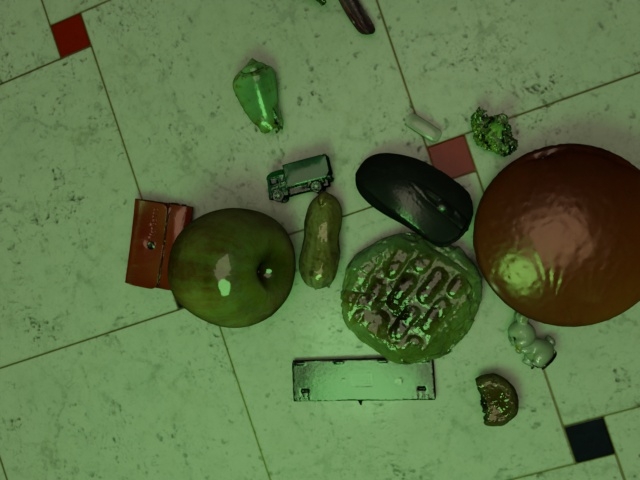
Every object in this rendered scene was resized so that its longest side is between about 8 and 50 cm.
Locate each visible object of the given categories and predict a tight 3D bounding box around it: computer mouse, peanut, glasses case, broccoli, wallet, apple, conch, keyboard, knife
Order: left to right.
[{"bbox_3d":[-0.376,0.010,1.380,0.143,0.045,0.204,9,93,9],"label":"wallet"},{"bbox_3d":[-0.190,0.057,1.260,0.234,0.257,0.256,1,93,40],"label":"apple"},{"bbox_3d":[-0.141,-0.315,1.317,0.106,0.079,0.170,-10,97,25],"label":"conch"},{"bbox_3d":[0.000,0.000,1.289,0.100,0.099,0.213,1,88,9],"label":"peanut"},{"bbox_3d":[0.051,-0.571,1.283,0.123,0.053,0.277,-27,98,-33],"label":"knife"},{"bbox_3d":[0.094,0.312,1.323,0.317,0.027,0.106,-3,88,9],"label":"keyboard"},{"bbox_3d":[0.194,-0.098,1.240,0.270,0.086,0.137,32,81,12],"label":"computer mouse"},{"bbox_3d":[0.222,-0.243,1.281,0.083,0.021,0.032,33,100,7],"label":"glasses case"},{"bbox_3d":[0.360,-0.224,1.226,0.095,0.092,0.096,2,74,-3],"label":"broccoli"}]

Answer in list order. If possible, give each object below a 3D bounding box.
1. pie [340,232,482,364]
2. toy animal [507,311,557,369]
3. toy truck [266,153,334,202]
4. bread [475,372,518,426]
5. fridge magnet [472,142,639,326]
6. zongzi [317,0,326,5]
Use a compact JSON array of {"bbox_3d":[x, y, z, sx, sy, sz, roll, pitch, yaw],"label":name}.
[{"bbox_3d":[0.189,0.124,1.271,0.307,0.071,0.306,0,88,11],"label":"pie"},{"bbox_3d":[0.432,0.204,1.239,0.085,0.071,0.124,-43,85,9],"label":"toy animal"},{"bbox_3d":[-0.046,-0.132,1.309,0.147,0.065,0.079,-15,87,10],"label":"toy truck"},{"bbox_3d":[0.376,0.335,1.260,0.082,0.060,0.113,-8,93,10],"label":"bread"},{"bbox_3d":[0.487,-0.010,1.177,0.364,0.155,0.363,0,91,9],"label":"fridge magnet"},{"bbox_3d":[-0.141,-0.597,1.281,0.251,0.125,0.274,-19,95,9],"label":"zongzi"}]
